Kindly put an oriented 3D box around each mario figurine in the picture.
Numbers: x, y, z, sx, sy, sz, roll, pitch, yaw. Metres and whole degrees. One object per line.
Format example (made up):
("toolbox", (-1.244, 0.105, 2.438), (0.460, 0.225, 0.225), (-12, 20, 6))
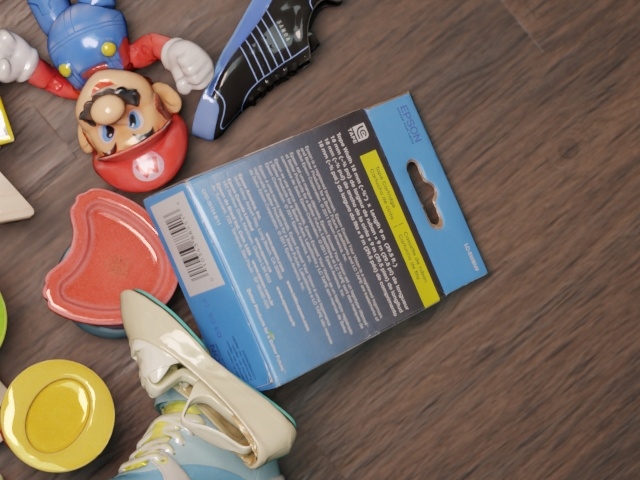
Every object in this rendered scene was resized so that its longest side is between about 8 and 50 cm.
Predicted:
("mario figurine", (-0.247, -0.202, 1.747), (0.170, 0.198, 0.320), (-22, 84, -44))

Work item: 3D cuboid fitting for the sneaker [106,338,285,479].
("sneaker", (-0.168, 0.214, 1.730), (0.127, 0.319, 0.208), (-12, 83, 33))

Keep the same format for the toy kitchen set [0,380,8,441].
("toy kitchen set", (-0.468, 0.236, 1.801), (0.122, 0.166, 0.207), (51, 51, -4))

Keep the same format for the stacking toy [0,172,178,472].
("stacking toy", (-0.322, 0.082, 1.768), (0.280, 0.130, 0.309), (29, 71, -6))

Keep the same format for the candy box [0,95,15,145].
("candy box", (-0.445, -0.126, 1.725), (0.206, 0.027, 0.105), (-18, 95, -3))

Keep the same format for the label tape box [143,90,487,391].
("label tape box", (0.000, 0.000, 1.787), (0.334, 0.106, 0.240), (-25, 92, -37))

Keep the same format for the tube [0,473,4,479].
("tube", (-0.351, 0.386, 1.813), (0.070, 0.062, 0.240), (-13, 98, 37))

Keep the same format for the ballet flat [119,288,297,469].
("ballet flat", (-0.135, 0.149, 1.668), (0.248, 0.086, 0.086), (38, 88, 11))

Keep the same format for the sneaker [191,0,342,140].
("sneaker", (-0.061, -0.206, 1.813), (0.090, 0.081, 0.232), (29, 89, 1))
